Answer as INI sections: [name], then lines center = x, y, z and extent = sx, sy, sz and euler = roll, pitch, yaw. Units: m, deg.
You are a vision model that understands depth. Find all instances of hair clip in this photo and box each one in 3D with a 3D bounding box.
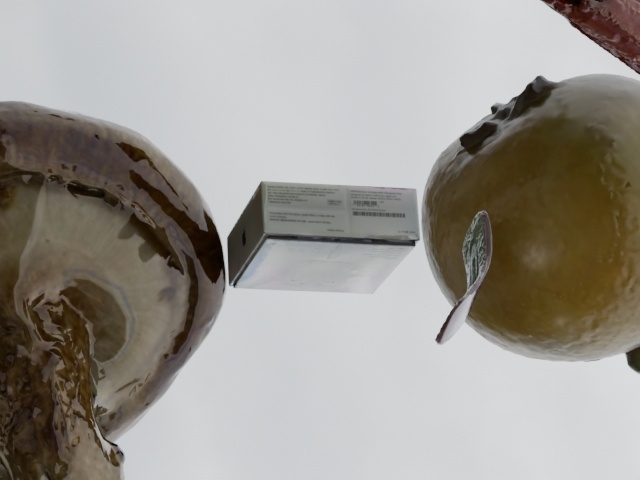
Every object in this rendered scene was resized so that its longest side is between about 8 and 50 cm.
[hair clip]
center = 0.116, 0.030, 1.459
extent = 0.137, 0.022, 0.054
euler = -69, 179, -53

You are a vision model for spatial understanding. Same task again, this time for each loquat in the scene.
[loquat]
center = 0.280, -0.003, 1.978
extent = 0.359, 0.328, 0.328
euler = 59, -21, -13

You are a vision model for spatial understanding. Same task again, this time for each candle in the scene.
[candle]
center = 0.265, -0.188, 1.586
extent = 0.302, 0.084, 0.059
euler = 34, -13, -25

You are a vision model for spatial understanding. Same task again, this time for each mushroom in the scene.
[mushroom]
center = -0.229, 0.056, 1.525
extent = 0.259, 0.345, 0.345
euler = -143, -137, -61

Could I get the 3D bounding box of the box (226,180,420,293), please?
[box]
center = 0.000, 0.000, 1.525
extent = 0.129, 0.130, 0.051
euler = 128, -37, -65
